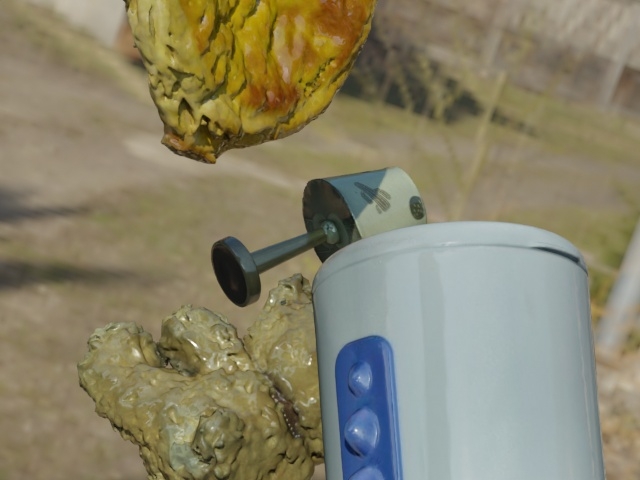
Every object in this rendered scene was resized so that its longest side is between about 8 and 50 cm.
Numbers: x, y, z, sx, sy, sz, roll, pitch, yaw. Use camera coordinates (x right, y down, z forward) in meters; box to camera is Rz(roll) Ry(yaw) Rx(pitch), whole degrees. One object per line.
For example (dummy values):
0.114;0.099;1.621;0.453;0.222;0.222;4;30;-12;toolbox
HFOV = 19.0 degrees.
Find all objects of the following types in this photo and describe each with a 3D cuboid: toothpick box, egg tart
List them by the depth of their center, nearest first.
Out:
-0.065;-0.235;1.526;0.129;0.341;0.341;20;11;27;egg tart
0.108;0.181;1.563;0.263;0.355;0.263;-3;-20;-1;toothpick box

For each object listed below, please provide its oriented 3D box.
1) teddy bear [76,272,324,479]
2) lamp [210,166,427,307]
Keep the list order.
-0.056;0.152;1.720;0.256;0.267;0.156;-30;3;-35;teddy bear
0.000;0.000;1.929;0.214;0.121;0.121;-24;34;-27;lamp
